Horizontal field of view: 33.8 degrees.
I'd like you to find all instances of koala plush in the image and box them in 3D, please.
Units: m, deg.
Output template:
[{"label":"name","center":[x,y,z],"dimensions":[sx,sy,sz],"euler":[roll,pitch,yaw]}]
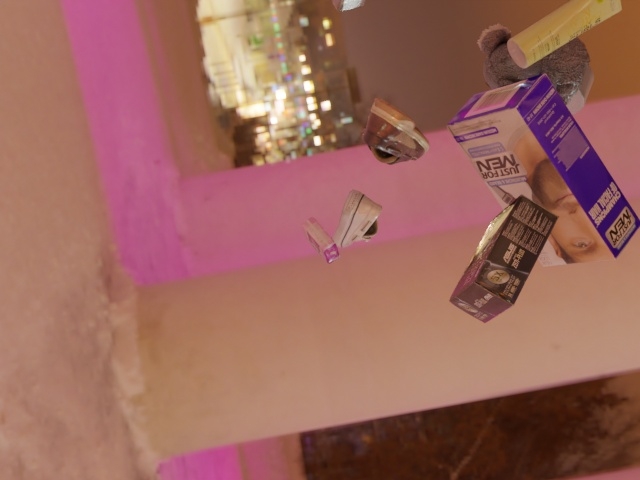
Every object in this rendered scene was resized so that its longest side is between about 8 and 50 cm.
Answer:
[{"label":"koala plush","center":[0.420,-0.359,2.176],"dimensions":[0.203,0.221,0.196],"euler":[-26,-108,46]}]

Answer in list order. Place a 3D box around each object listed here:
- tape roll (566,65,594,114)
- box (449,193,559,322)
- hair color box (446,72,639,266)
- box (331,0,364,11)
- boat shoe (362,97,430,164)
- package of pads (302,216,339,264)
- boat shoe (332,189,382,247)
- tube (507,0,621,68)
[{"label":"tape roll","center":[0.510,-0.372,2.413],"dimensions":[0.219,0.219,0.072],"euler":[77,35,-71]},{"label":"box","center":[0.307,0.033,1.773],"dimensions":[0.180,0.077,0.147],"euler":[-59,-179,-18]},{"label":"hair color box","center":[0.396,-0.116,1.866],"dimensions":[0.339,0.110,0.185],"euler":[51,-28,-18]},{"label":"box","center":[0.034,-0.531,1.759],"dimensions":[0.183,0.056,0.231],"euler":[60,-28,27]},{"label":"boat shoe","center":[0.132,-0.188,1.954],"dimensions":[0.103,0.092,0.285],"euler":[38,4,13]},{"label":"package of pads","center":[0.000,0.000,1.939],"dimensions":[0.083,0.032,0.050],"euler":[49,-13,39]},{"label":"boat shoe","center":[0.073,-0.026,2.029],"dimensions":[0.226,0.075,0.083],"euler":[97,19,-76]},{"label":"tube","center":[0.455,-0.402,1.930],"dimensions":[0.062,0.240,0.070],"euler":[57,-10,3]}]
